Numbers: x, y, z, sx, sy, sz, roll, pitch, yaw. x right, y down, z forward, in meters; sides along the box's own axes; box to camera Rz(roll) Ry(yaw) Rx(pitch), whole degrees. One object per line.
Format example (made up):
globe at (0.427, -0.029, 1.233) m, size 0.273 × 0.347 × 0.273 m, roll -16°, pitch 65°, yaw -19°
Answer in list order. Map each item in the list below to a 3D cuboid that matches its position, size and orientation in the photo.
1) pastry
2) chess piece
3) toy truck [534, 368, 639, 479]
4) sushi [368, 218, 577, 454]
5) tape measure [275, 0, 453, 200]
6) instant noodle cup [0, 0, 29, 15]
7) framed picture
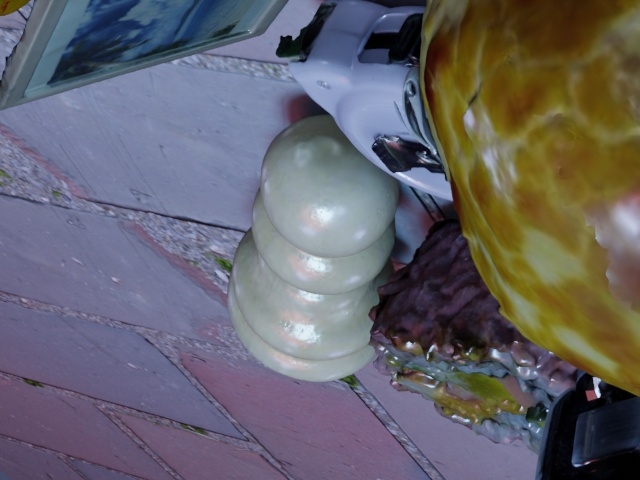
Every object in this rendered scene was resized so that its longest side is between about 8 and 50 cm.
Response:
pastry at (0.228, -0.063, 0.970) m, size 0.388 × 0.312 × 0.388 m, roll 29°, pitch 146°, yaw 22°
chess piece at (0.000, 0.000, 1.666) m, size 0.167 × 0.167 × 0.299 m, roll 24°, pitch 155°, yaw 8°
toy truck at (0.316, 0.134, 1.154) m, size 0.363 × 0.176 × 0.178 m, roll -18°, pitch 125°, yaw 30°
sushi at (0.180, 0.084, 1.616) m, size 0.236 × 0.171 × 0.270 m, roll 41°, pitch 157°, yaw -32°
tape measure at (0.086, -0.097, 1.398) m, size 0.178 × 0.105 × 0.196 m, roll 0°, pitch 145°, yaw 48°
instant noodle cup at (-0.212, -0.280, 1.214) m, size 0.172 × 0.216 × 0.216 m, roll 37°, pitch 158°, yaw -1°
framed picture at (-0.104, -0.179, 1.324) m, size 0.024 × 0.232 × 0.315 m, roll 69°, pitch 159°, yaw 6°
